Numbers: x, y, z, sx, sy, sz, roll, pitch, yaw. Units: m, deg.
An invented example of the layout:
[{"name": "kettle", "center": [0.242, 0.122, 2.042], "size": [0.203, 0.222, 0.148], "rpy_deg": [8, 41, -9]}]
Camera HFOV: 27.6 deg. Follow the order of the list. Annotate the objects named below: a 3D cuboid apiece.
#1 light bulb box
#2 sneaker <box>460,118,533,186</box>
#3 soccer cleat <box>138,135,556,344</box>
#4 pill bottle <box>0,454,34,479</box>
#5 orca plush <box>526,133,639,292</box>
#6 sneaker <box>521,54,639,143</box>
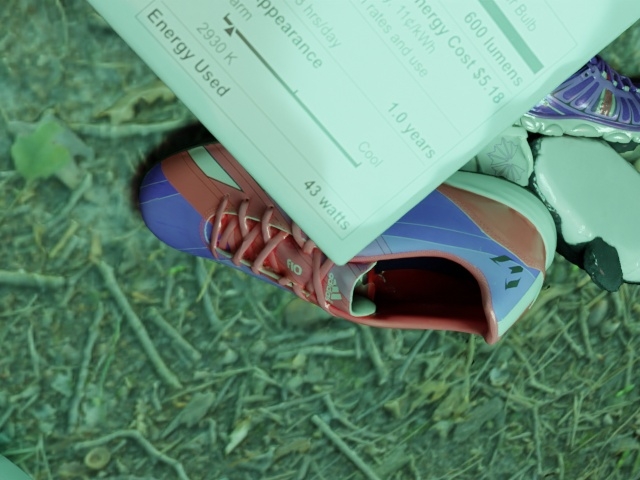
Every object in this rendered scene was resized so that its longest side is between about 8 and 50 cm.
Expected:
[{"name": "light bulb box", "center": [0.019, -0.251, 0.710], "size": [0.361, 0.225, 0.358], "rpy_deg": [-40, 115, 7]}, {"name": "sneaker", "center": [0.116, -0.106, 0.961], "size": [0.114, 0.152, 0.305], "rpy_deg": [-17, 132, -28]}, {"name": "soccer cleat", "center": [0.000, 0.000, 0.919], "size": [0.318, 0.116, 0.109], "rpy_deg": [9, 129, 19]}, {"name": "pill bottle", "center": [-0.380, 0.354, 1.028], "size": [0.229, 0.229, 0.408], "rpy_deg": [29, 108, -38]}, {"name": "orca plush", "center": [0.252, -0.022, 1.160], "size": [0.287, 0.102, 0.151], "rpy_deg": [4, 78, -39]}, {"name": "sneaker", "center": [0.227, -0.122, 1.063], "size": [0.170, 0.068, 0.071], "rpy_deg": [0, 119, -24]}]
